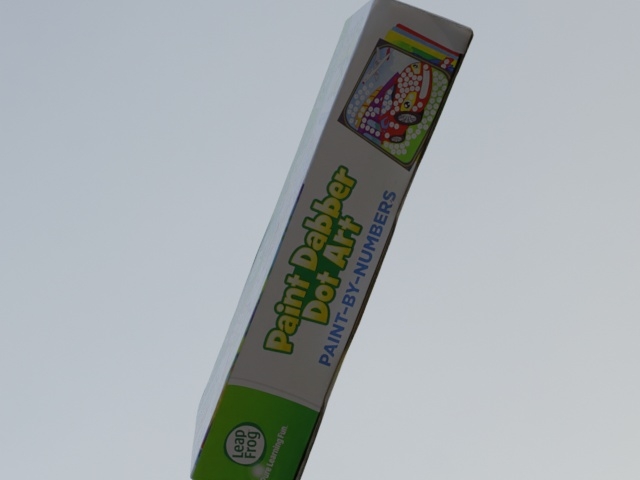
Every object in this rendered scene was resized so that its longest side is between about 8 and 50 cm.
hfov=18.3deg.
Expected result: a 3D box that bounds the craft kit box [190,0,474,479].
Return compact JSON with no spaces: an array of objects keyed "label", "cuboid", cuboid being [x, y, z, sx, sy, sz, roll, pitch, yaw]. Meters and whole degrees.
[{"label":"craft kit box","cuboid":[0.000,0.000,1.040,0.250,0.061,0.246,-136,70,-86]}]
